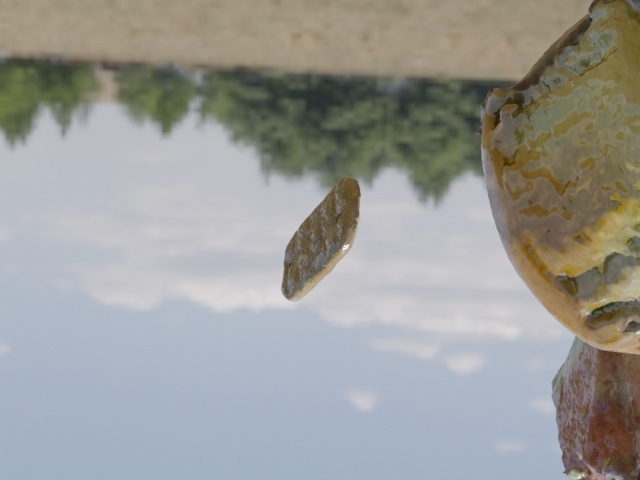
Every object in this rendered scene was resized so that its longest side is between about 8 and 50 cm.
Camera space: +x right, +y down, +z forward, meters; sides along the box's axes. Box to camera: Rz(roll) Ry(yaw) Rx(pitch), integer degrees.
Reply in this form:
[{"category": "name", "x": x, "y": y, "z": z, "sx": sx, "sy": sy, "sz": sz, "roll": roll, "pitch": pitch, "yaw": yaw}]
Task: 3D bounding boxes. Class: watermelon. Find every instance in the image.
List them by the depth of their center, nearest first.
[{"category": "watermelon", "x": 0.302, "y": 0.202, "z": 1.730, "sx": 0.193, "sy": 0.256, "sz": 0.140, "roll": 35, "pitch": 125, "yaw": -29}]

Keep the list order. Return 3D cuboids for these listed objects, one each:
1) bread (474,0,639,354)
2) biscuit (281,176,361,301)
[{"category": "bread", "x": 0.219, "y": -0.013, "z": 1.144, "sx": 0.262, "sy": 0.162, "sz": 0.204, "roll": 33, "pitch": 144, "yaw": -13}, {"category": "biscuit", "x": 0.000, "y": 0.000, "z": 1.466, "sx": 0.018, "sy": 0.071, "sz": 0.147, "roll": 16, "pitch": 148, "yaw": -20}]
